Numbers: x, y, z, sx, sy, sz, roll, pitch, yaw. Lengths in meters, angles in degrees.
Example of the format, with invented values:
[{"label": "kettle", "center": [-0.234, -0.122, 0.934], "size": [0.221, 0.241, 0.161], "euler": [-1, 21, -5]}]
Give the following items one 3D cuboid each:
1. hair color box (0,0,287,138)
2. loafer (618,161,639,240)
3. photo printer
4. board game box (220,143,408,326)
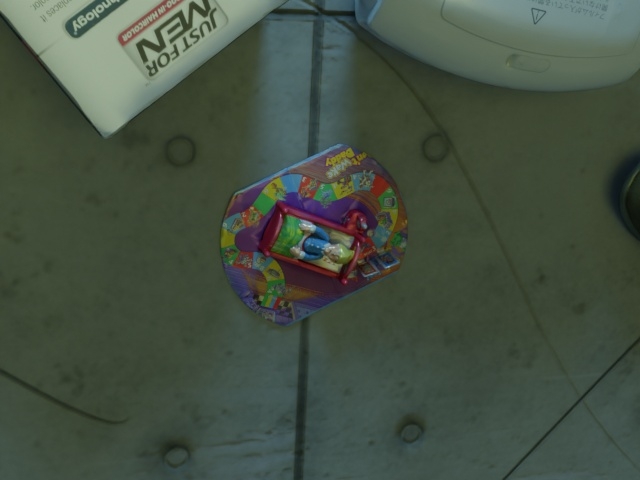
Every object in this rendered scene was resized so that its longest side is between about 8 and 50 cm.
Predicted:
[{"label": "hair color box", "center": [-0.190, -0.259, 0.629], "size": [0.174, 0.105, 0.347], "euler": [-38, 112, -3]}, {"label": "loafer", "center": [0.386, 0.003, 0.886], "size": [0.251, 0.087, 0.094], "euler": [32, 95, -22]}, {"label": "photo printer", "center": [0.168, -0.273, 0.729], "size": [0.256, 0.107, 0.307], "euler": [8, 104, -18]}, {"label": "board game box", "center": [0.000, 0.000, 0.802], "size": [0.169, 0.033, 0.133], "euler": [-26, 112, -8]}]
